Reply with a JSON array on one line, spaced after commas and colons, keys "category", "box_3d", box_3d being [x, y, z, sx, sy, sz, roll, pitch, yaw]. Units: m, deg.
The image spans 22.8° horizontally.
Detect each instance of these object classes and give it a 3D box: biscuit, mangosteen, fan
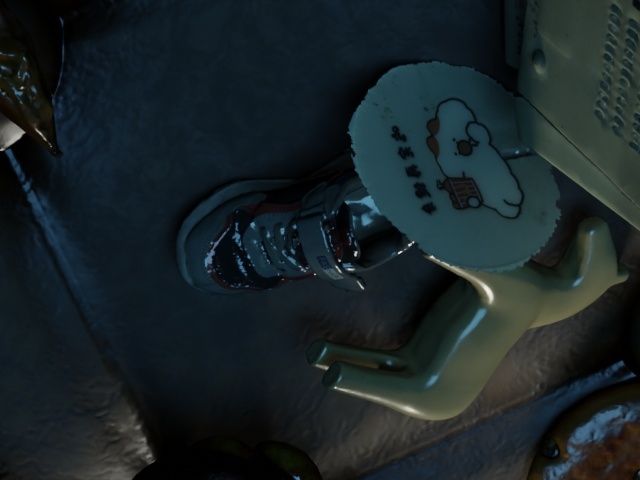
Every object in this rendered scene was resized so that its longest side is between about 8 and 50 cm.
[{"category": "biscuit", "box_3d": [0.294, 0.227, 1.495, 0.212, 0.036, 0.212, -6, 114, -13]}, {"category": "mangosteen", "box_3d": [-0.082, 0.260, 1.330, 0.210, 0.210, 0.210, -5, 114, -13]}, {"category": "fan", "box_3d": [0.169, -0.071, 1.300, 0.329, 0.191, 0.009, -12, 160, -30]}]

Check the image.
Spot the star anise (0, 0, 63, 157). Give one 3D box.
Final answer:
[{"category": "star anise", "box_3d": [-0.303, -0.189, 1.102, 0.237, 0.148, 0.346, -44, 126, 3]}]

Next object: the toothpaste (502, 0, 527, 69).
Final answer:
[{"category": "toothpaste", "box_3d": [0.169, -0.241, 1.259, 0.069, 0.047, 0.268, -2, 112, 1]}]

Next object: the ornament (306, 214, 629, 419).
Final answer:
[{"category": "ornament", "box_3d": [0.141, 0.057, 1.357, 0.245, 0.061, 0.230, 20, 111, -42]}]

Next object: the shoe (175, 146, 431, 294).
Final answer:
[{"category": "shoe", "box_3d": [0.000, -0.001, 1.273, 0.227, 0.125, 0.099, -22, 119, -7]}]

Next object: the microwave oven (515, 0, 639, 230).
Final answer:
[{"category": "microwave oven", "box_3d": [0.367, -0.199, 1.174, 0.394, 0.247, 0.333, -13, 127, -20]}]
